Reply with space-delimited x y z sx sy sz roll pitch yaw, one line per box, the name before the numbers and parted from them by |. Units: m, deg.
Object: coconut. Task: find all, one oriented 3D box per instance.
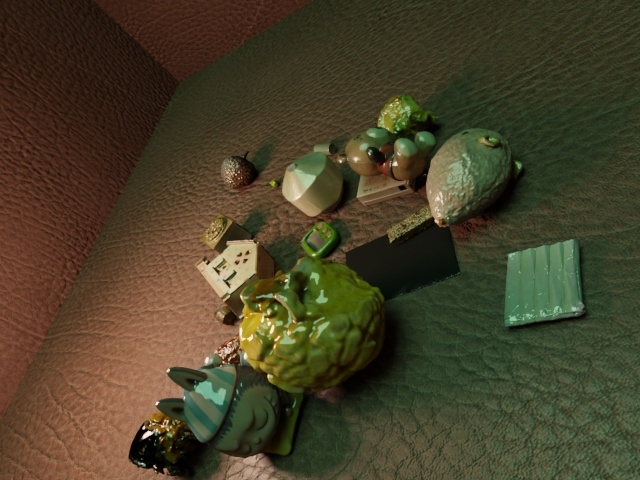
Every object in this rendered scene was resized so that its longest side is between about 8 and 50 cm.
coconut | -0.032 -0.216 1.776 0.241 0.241 0.241 -25 44 26

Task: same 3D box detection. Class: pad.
pad | 0.232 0.066 1.461 0.367 0.007 0.247 -25 44 27

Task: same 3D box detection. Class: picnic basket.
picnic basket | -0.363 0.273 1.792 0.083 0.072 0.072 27 78 38

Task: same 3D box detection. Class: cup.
cup | 0.025 -0.383 2.013 0.083 0.075 0.054 5 98 42

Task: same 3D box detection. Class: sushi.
sushi | -0.468 0.621 1.516 0.200 0.213 0.204 14 81 24

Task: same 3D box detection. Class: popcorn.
popcorn | -0.022 0.231 1.310 0.344 0.390 0.354 -41 -28 -75
popcorn | 0.299 -0.421 1.694 0.168 0.173 0.195 -46 54 1

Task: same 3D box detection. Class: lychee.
lychee | -0.389 -0.337 2.265 0.165 0.165 0.197 34 104 52

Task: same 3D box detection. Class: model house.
model house | -0.293 0.120 1.802 0.244 0.169 0.326 -45 39 -8

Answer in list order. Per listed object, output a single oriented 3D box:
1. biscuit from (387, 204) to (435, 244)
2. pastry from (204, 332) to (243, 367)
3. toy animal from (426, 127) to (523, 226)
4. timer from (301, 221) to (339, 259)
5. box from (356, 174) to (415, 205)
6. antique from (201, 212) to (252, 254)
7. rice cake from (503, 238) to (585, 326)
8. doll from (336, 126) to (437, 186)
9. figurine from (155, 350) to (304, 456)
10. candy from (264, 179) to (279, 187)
biscuit | 0.297 -0.056 1.470 0.199 0.034 0.064 -31 41 19
pastry | -0.311 0.402 1.616 0.208 0.097 0.115 -37 22 16
toy animal | 0.420 -0.189 1.354 0.226 0.188 0.358 -1 58 48
timer | 0.000 0.000 1.703 0.128 0.047 0.140 -45 38 1
box | 0.230 -0.209 1.654 0.201 0.058 0.141 -14 49 34
antique | -0.398 -0.018 2.016 0.152 0.148 0.146 -56 37 -6
rice cake | 0.524 0.102 1.128 0.189 0.037 0.198 -17 48 33
doll | 0.223 -0.277 1.549 0.235 0.174 0.330 -29 33 -27
figurine | -0.249 0.395 1.340 0.266 0.377 0.361 -24 45 27
candy | -0.226 -0.253 2.153 0.035 0.035 0.123 -51 28 -21
